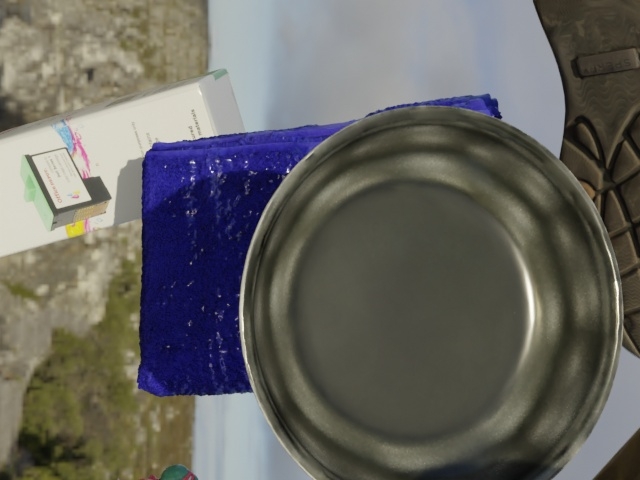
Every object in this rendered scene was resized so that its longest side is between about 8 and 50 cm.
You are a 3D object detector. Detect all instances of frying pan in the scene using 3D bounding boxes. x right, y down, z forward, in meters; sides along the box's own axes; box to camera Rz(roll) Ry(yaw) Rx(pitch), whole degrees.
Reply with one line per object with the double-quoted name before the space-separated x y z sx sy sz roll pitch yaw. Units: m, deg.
"frying pan" 0.091 0.087 0.505 0.326 0.197 0.053 55 -17 -8

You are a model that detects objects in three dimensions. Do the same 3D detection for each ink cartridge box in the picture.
"ink cartridge box" -0.226 -0.084 1.086 0.201 0.278 0.117 -79 154 -76

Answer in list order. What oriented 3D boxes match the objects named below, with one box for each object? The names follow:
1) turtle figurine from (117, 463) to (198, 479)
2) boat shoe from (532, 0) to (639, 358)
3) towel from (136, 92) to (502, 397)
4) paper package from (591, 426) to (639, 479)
"turtle figurine" -0.124 0.312 1.040 0.118 0.175 0.234 -137 -147 -70
"boat shoe" 0.242 -0.089 0.703 0.132 0.130 0.355 11 -64 56
"towel" 0.000 0.000 0.814 0.076 0.308 0.228 56 29 -64
"paper package" 0.400 0.320 0.955 0.309 0.324 0.168 -57 -158 23
